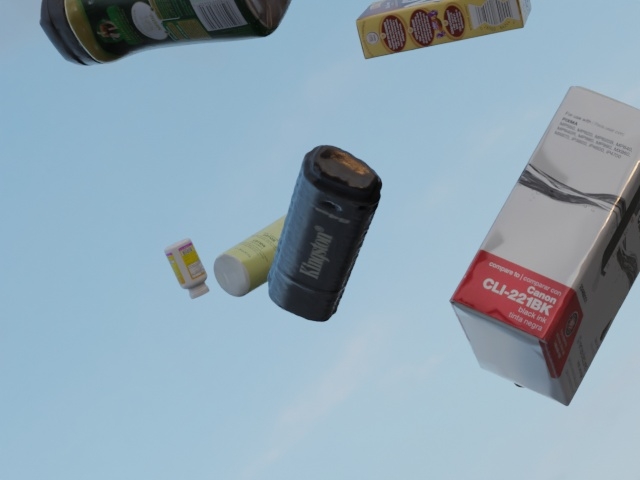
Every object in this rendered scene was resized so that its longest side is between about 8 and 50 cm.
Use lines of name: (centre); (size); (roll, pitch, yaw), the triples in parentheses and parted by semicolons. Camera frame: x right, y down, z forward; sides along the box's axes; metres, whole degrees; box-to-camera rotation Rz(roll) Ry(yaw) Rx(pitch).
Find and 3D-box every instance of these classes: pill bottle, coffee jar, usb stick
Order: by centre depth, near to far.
coffee jar: (-0.114, -0.184, 1.137); (0.079, 0.184, 0.096); (59, -141, -39)
usb stick: (0.000, 0.000, 1.419); (0.045, 0.077, 0.278); (-57, -6, -27)
pill bottle: (-0.191, 0.041, 2.238); (0.043, 0.083, 0.043); (-24, 6, 3)

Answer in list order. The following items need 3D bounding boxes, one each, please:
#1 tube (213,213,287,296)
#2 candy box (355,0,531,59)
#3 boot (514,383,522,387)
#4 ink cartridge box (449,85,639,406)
tube: (-0.042, -0.001, 2.018); (0.062, 0.070, 0.240); (-24, 4, 45)
candy box: (0.142, -0.259, 1.774); (0.187, 0.053, 0.109); (-11, 17, 15)
boot: (0.282, 0.139, 1.988); (0.197, 0.073, 0.152); (-34, 14, 50)
ink cartridge box: (0.261, 0.007, 1.614); (0.272, 0.114, 0.197); (-60, -25, -15)
